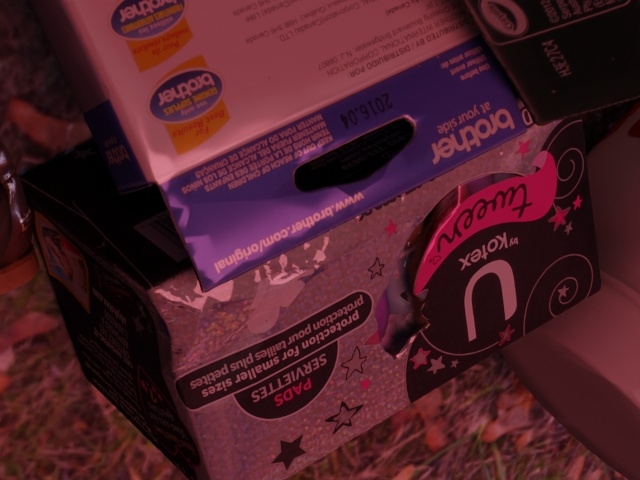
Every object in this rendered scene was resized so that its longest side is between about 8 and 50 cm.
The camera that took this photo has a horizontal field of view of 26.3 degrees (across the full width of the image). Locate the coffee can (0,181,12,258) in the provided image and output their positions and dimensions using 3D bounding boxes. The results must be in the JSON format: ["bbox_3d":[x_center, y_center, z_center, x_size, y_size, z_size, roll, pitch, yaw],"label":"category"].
[{"bbox_3d":[-0.230,-0.114,0.476,0.201,0.201,0.275,-19,119,-28],"label":"coffee can"}]

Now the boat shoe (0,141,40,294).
[{"bbox_3d":[-0.229,0.012,0.620,0.207,0.073,0.073,-26,121,-33],"label":"boat shoe"}]

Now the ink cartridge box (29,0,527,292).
[{"bbox_3d":[-0.047,-0.153,0.605,0.185,0.065,0.311,-27,96,-23],"label":"ink cartridge box"}]

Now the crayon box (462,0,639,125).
[{"bbox_3d":[0.103,-0.238,0.662,0.202,0.081,0.319,51,35,-37],"label":"crayon box"}]

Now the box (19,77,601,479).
[{"bbox_3d":[0.000,0.000,0.715,0.247,0.163,0.142,-29,125,-22],"label":"box"}]

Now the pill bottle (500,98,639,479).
[{"bbox_3d":[0.308,-0.034,0.879,0.407,0.229,0.229,-45,129,-11],"label":"pill bottle"}]
